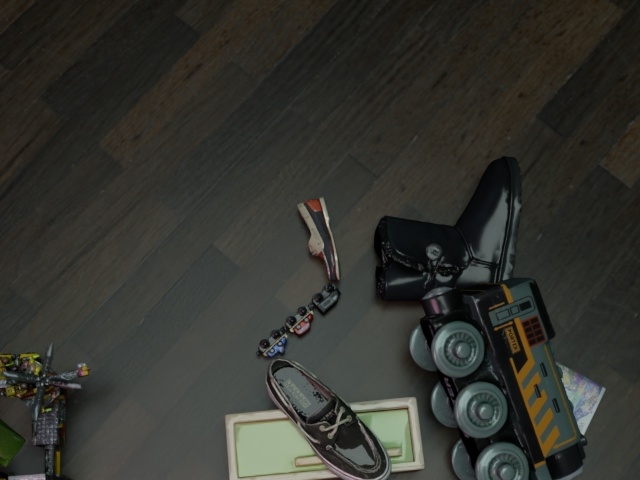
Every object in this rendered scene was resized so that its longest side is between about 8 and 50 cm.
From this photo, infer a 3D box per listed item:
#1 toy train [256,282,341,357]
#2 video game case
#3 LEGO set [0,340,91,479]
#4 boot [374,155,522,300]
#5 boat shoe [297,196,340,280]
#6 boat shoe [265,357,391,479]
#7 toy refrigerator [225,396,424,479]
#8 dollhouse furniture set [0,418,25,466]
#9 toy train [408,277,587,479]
[{"bbox_3d":[-0.031,0.124,1.471,0.158,0.027,0.036,-40,90,-12],"label":"toy train"},{"bbox_3d":[0.349,0.228,1.458,0.122,0.011,0.087,28,75,6],"label":"video game case"},{"bbox_3d":[-0.452,0.298,1.323,0.255,0.192,0.331,5,74,0],"label":"LEGO set"},{"bbox_3d":[0.189,-0.020,1.481,0.207,0.094,0.246,8,80,-3],"label":"boot"},{"bbox_3d":[0.000,0.000,1.495,0.043,0.049,0.137,-14,73,-2],"label":"boat shoe"},{"bbox_3d":[0.007,0.244,1.321,0.219,0.070,0.078,40,72,15],"label":"boat shoe"},{"bbox_3d":[0.004,0.287,1.390,0.269,0.094,0.102,-4,74,-3],"label":"toy refrigerator"},{"bbox_3d":[-0.555,0.233,1.227,0.301,0.151,0.197,28,73,30],"label":"dollhouse furniture set"},{"bbox_3d":[0.255,0.208,1.376,0.190,0.142,0.334,-21,91,-12],"label":"toy train"}]
